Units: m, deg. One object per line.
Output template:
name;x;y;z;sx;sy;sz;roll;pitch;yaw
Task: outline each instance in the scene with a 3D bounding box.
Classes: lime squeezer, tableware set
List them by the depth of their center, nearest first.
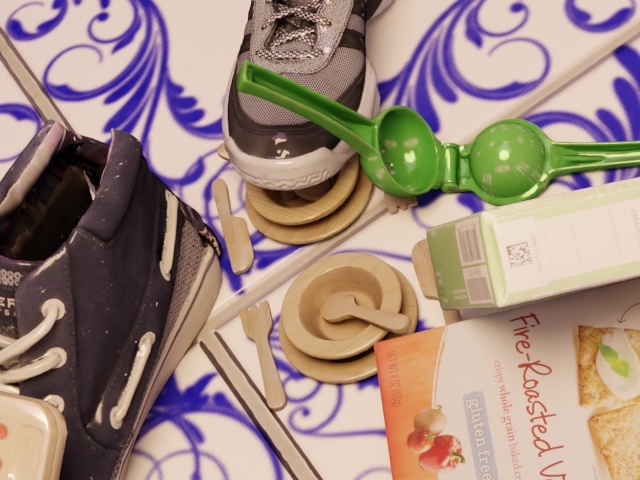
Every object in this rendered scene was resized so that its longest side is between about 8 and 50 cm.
lime squeezer;0.094;-0.064;1.062;0.310;0.110;0.059;7;54;-12
tableware set;0.000;0.000;1.087;0.128;0.039;0.194;-21;52;5

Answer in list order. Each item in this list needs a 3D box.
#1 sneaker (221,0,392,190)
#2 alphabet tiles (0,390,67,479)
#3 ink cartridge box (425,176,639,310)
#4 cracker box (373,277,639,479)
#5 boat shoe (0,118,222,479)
sneaker;-0.013;-0.166;1.115;0.101;0.153;0.268;3;48;15
alphabet tiles;-0.222;0.217;0.949;0.278;0.021;0.284;8;87;23
ink cartridge box;0.185;-0.013;0.951;0.235;0.171;0.056;-11;88;-6
cracker box;0.154;0.106;0.939;0.232;0.067;0.156;-15;53;9
boat shoe;-0.174;0.089;1.013;0.127;0.158;0.340;7;59;24
